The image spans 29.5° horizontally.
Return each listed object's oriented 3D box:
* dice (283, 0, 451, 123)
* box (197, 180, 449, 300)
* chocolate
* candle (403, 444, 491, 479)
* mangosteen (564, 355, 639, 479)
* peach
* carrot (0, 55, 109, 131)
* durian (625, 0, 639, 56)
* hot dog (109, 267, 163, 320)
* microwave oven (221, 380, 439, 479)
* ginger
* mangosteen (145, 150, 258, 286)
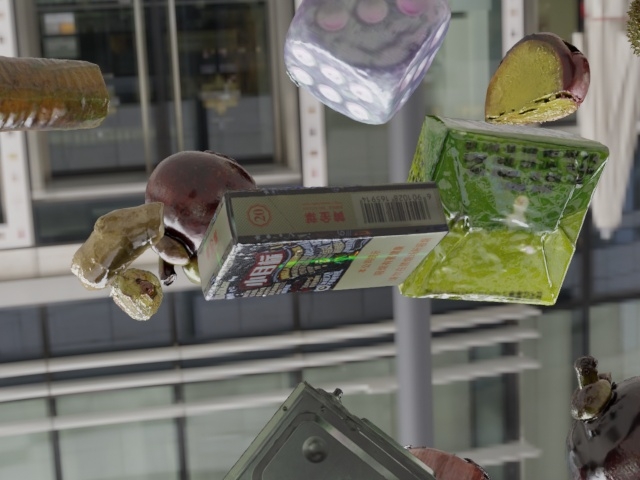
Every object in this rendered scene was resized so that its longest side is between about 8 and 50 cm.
[{"bbox_3d":[0.096,-0.427,2.546,0.270,0.271,0.270,32,165,7],"label":"dice"},{"bbox_3d":[0.000,0.000,1.693,0.310,0.084,0.198,-4,157,-20],"label":"box"},{"bbox_3d":[0.276,-0.054,1.975,0.300,0.289,0.137,5,-156,-21],"label":"chocolate"},{"bbox_3d":[0.234,0.543,2.365,0.287,0.131,0.317,28,146,-6],"label":"candle"},{"bbox_3d":[0.590,0.384,2.303,0.293,0.297,0.297,30,178,-23],"label":"mangosteen"},{"bbox_3d":[0.324,-0.226,1.792,0.092,0.127,0.172,0,144,-41],"label":"peach"},{"bbox_3d":[-0.434,-0.197,1.630,0.301,0.114,0.114,-7,-169,-44],"label":"carrot"},{"bbox_3d":[0.535,-0.292,1.835,0.208,0.102,0.146,53,-170,33],"label":"durian"},{"bbox_3d":[-0.258,0.073,1.748,0.061,0.078,0.169,-45,-172,-15],"label":"hot dog"},{"bbox_3d":[0.063,0.440,2.008,0.394,0.247,0.333,37,165,6],"label":"microwave oven"},{"bbox_3d":[-0.300,0.007,1.799,0.190,0.069,0.095,-45,156,22],"label":"ginger"},{"bbox_3d":[-0.222,-0.034,2.194,0.215,0.258,0.215,20,175,2],"label":"mangosteen"}]
